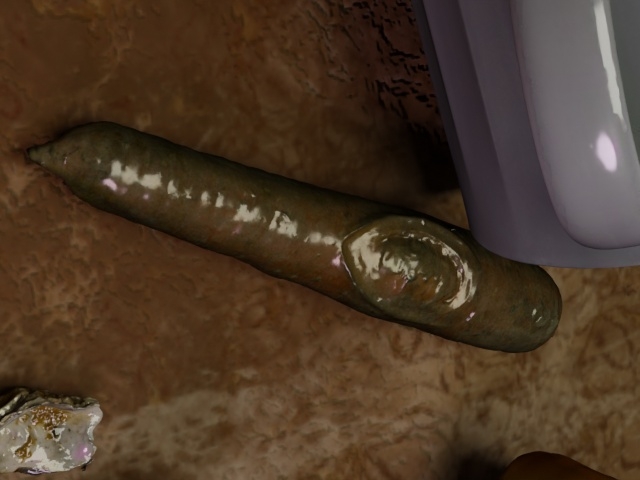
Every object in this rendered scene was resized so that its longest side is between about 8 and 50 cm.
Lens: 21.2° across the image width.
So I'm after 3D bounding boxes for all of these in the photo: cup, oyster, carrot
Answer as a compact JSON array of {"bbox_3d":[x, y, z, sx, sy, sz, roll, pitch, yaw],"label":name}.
[{"bbox_3d":[0.141,-0.162,0.857,0.323,0.237,0.326,-54,133,-60],"label":"cup"},{"bbox_3d":[-0.153,0.096,0.860,0.093,0.034,0.051,6,111,-45],"label":"oyster"},{"bbox_3d":[0.000,-0.001,0.923,0.342,0.070,0.070,19,87,-33],"label":"carrot"}]

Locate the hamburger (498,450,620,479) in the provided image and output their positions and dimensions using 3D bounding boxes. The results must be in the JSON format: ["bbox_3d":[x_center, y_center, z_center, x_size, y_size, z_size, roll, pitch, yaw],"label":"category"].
[{"bbox_3d":[0.159,0.244,0.970,0.246,0.246,0.170,44,76,-30],"label":"hamburger"}]
